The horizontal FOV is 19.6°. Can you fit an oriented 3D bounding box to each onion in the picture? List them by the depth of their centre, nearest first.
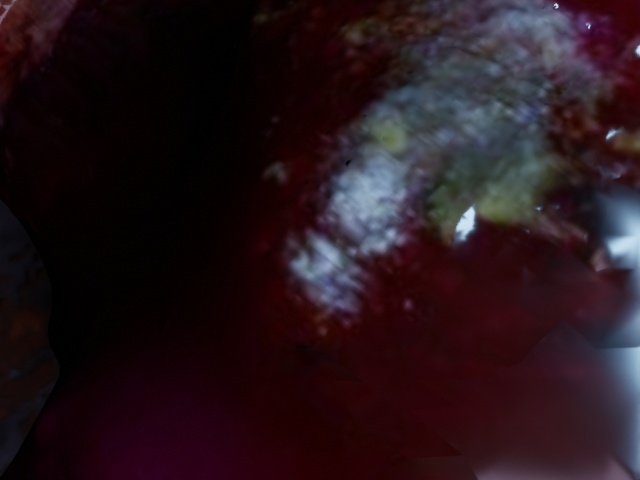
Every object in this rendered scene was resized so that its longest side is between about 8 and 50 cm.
[{"bbox_3d":[0.000,0.000,0.685,0.398,0.420,0.398,-48,164,-18],"label":"onion"}]
